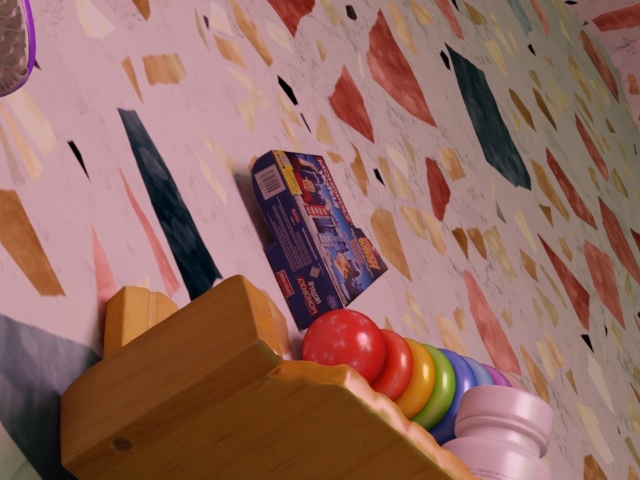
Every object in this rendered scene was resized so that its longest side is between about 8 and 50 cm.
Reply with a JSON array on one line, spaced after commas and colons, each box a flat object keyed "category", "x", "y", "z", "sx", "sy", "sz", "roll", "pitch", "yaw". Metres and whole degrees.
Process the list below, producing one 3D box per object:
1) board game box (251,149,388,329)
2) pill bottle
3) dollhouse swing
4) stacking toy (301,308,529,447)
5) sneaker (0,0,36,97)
[{"category": "board game box", "x": 0.000, "y": 0.000, "z": 2.181, "sx": 0.194, "sy": 0.060, "sz": 0.194, "roll": 66, "pitch": 19, "yaw": 11}, {"category": "pill bottle", "x": 0.173, "y": 0.275, "z": 2.033, "sx": 0.131, "sy": 0.131, "sz": 0.229, "roll": 44, "pitch": 52, "yaw": -41}, {"category": "dollhouse swing", "x": -0.002, "y": 0.146, "z": 1.627, "sx": 0.347, "sy": 0.315, "sz": 0.305, "roll": 42, "pitch": 35, "yaw": -22}, {"category": "stacking toy", "x": 0.100, "y": 0.159, "z": 2.130, "sx": 0.330, "sy": 0.141, "sz": 0.141, "roll": 33, "pitch": 35, "yaw": -47}, {"category": "sneaker", "x": -0.309, "y": -0.264, "z": 1.703, "sx": 0.293, "sy": 0.102, "sz": 0.146, "roll": 64, "pitch": 19, "yaw": 4}]
